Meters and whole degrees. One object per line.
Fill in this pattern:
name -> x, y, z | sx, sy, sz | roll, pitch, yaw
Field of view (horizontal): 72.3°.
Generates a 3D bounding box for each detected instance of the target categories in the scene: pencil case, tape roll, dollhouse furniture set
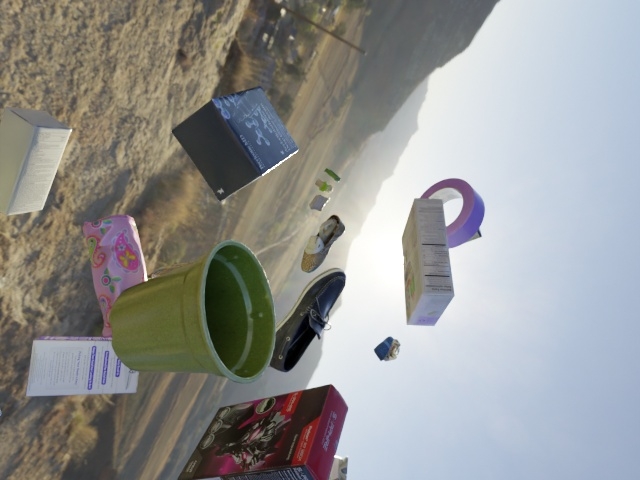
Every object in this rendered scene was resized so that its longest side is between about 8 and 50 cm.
pencil case -> -0.474, 0.081, 1.028 | 0.124, 0.124, 0.285 | 88, -11, -86
tape roll -> 0.501, -0.107, 1.733 | 0.274, 0.090, 0.275 | -29, -136, 33
dollhouse furniture set -> 0.005, -0.183, 1.594 | 0.152, 0.058, 0.076 | -55, 153, 16

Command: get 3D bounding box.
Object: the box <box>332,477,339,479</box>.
box -> 0.041, 0.934, 1.452 | 0.136, 0.225, 0.037 | -23, 146, -7

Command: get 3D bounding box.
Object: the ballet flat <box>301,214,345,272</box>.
ballet flat -> 0.000, 0.000, 1.201 | 0.206, 0.073, 0.067 | -55, 137, -40

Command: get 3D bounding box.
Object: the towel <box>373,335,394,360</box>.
towel -> 0.283, 0.461, 1.880 | 0.119, 0.067, 0.029 | -27, 165, -39

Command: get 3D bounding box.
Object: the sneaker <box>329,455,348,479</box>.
sneaker -> 0.022, 0.967, 1.611 | 0.122, 0.146, 0.331 | 77, 16, -72

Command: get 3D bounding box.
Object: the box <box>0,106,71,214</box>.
box -> -0.929, -0.247, 1.379 | 0.311, 0.121, 0.148 | -59, 175, 15

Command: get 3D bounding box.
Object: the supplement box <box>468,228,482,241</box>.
supplement box -> 0.613, -0.044, 1.811 | 0.083, 0.056, 0.083 | -23, -147, 25

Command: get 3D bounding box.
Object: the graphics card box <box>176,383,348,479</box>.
graphics card box -> -0.133, 0.485, 1.047 | 0.370, 0.094, 0.233 | -21, -161, 25

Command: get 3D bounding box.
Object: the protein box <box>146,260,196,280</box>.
protein box -> -0.449, 0.187, 1.463 | 0.136, 0.199, 0.201 | -64, 144, -74

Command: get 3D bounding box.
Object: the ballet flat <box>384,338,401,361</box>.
ballet flat -> 0.264, 0.410, 1.595 | 0.041, 0.041, 0.115 | -59, 168, -58

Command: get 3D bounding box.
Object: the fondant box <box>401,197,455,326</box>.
fondant box -> 0.323, 0.070, 1.363 | 0.238, 0.096, 0.331 | 91, 2, -59

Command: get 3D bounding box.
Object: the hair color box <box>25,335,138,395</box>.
hair color box -> -0.820, 0.438, 1.543 | 0.110, 0.338, 0.186 | 169, -74, -67

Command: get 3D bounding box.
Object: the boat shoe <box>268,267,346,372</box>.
boat shoe -> -0.042, 0.321, 1.767 | 0.500, 0.155, 0.187 | -48, 137, -20

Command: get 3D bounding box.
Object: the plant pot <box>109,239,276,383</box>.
plant pot -> -0.264, 0.158, 0.885 | 0.276, 0.253, 0.276 | -12, 90, -72

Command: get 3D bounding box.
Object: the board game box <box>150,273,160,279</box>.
board game box -> -0.369, 0.222, 1.319 | 0.053, 0.305, 0.193 | 16, -87, 62

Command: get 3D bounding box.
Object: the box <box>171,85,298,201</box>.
box -> -0.295, -0.370, 1.624 | 0.211, 0.294, 0.395 | -26, -165, 27
